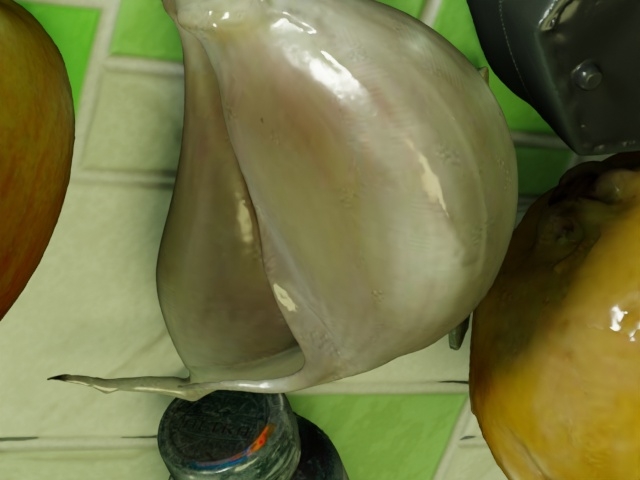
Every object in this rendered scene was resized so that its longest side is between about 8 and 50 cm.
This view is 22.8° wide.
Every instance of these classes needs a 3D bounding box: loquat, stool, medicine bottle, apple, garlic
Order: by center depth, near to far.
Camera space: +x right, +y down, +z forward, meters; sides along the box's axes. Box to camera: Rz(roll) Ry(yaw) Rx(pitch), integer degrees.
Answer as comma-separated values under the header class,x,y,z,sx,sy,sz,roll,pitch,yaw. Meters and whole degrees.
class,x,y,z,sx,sy,sz,roll,pitch,yaw
apple,-0.270,0.006,0.950,0.346,0.179,0.254,-49,170,15
garlic,0.000,0.000,1.031,0.246,0.231,0.340,5,116,-32
stool,0.215,-0.176,1.061,0.232,0.141,0.232,-13,128,-18
loquat,0.263,0.081,1.162,0.328,0.328,0.328,-13,129,-17
medicine bottle,-0.034,0.231,1.242,0.141,0.141,0.293,-26,131,-7

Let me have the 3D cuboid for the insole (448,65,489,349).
class,x,y,z,sx,sy,sz,roll,pitch,yaw
insole,0.111,-0.017,1.180,0.011,0.081,0.248,11,131,14
